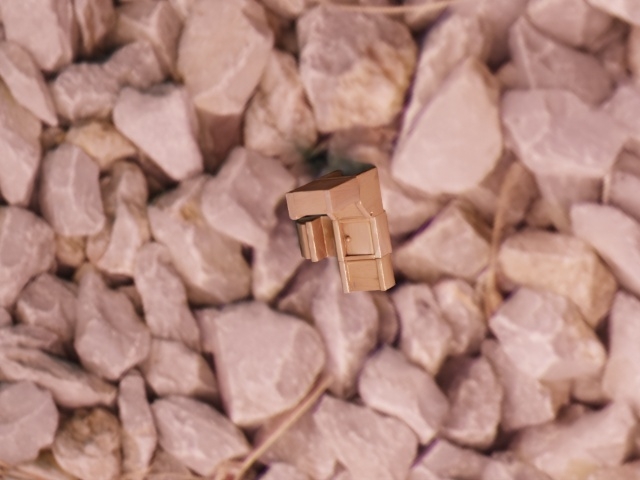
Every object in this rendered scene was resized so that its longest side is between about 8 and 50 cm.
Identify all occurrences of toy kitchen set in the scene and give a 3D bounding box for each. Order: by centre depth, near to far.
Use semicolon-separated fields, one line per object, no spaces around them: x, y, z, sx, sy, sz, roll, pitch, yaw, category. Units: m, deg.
0.000;0.000;1.163;0.068;0.075;0.083;-4;102;29;toy kitchen set
